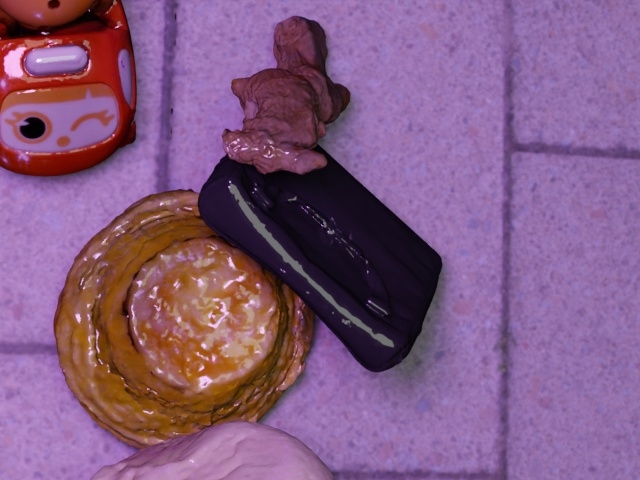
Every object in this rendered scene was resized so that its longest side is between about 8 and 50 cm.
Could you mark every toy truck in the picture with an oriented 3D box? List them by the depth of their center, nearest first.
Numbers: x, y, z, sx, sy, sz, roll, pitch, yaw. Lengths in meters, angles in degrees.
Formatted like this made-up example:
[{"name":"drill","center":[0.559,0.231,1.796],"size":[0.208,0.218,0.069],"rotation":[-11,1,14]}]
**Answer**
[{"name":"toy truck","center":[-0.278,-0.203,1.691],"size":[0.189,0.239,0.264],"rotation":[-8,86,-15]}]

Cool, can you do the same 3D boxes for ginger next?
[{"name":"ginger","center":[-0.033,-0.150,1.768],"size":[0.122,0.290,0.084],"rotation":[11,122,4]}]

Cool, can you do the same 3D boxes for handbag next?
[{"name":"handbag","center":[0.000,0.000,1.755],"size":[0.275,0.244,0.088],"rotation":[45,114,-8]}]

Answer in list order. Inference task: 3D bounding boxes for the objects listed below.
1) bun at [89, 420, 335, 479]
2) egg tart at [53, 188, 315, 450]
[{"name":"bun","center":[-0.133,0.340,1.610],"size":[0.213,0.361,0.361],"rotation":[12,80,-39]},{"name":"egg tart","center":[-0.137,0.083,1.752],"size":[0.294,0.123,0.294],"rotation":[2,82,-15]}]
